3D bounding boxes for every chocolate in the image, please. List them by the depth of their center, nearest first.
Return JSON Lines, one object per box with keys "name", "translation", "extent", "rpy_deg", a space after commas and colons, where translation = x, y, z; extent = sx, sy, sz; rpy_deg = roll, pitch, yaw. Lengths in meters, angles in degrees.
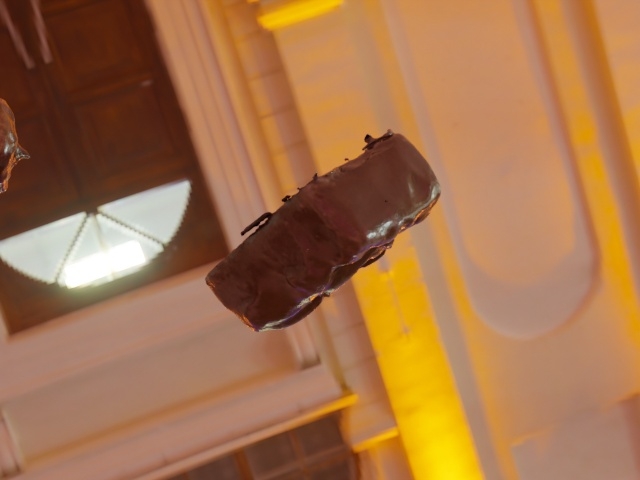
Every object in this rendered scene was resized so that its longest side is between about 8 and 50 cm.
{"name": "chocolate", "translation": [0.000, 0.000, 1.037], "extent": [0.148, 0.093, 0.214], "rpy_deg": [-33, 174, -43]}

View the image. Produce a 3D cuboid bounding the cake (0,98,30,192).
{"name": "cake", "translation": [-0.491, -0.158, 1.373], "extent": [0.293, 0.198, 0.196], "rpy_deg": [7, 161, -23]}
